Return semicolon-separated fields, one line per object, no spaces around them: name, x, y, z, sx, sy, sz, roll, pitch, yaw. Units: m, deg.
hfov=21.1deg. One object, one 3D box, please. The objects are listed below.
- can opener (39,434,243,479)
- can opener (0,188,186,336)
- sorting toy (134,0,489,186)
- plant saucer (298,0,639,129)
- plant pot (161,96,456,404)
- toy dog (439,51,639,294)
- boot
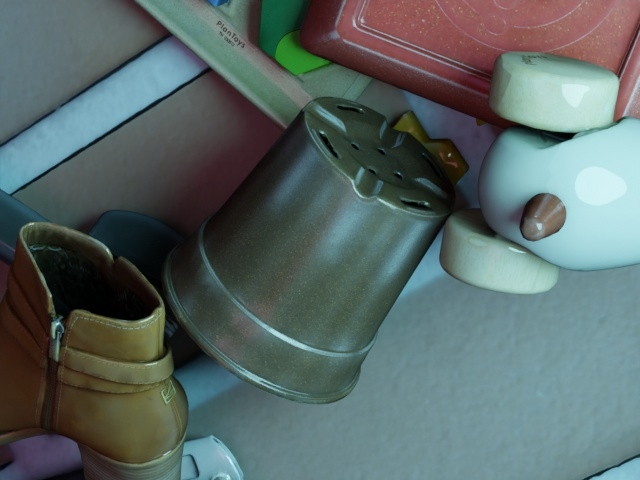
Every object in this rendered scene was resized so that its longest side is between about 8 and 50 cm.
can opener;-0.194;0.227;1.383;0.283;0.095;0.076;-16;98;16
can opener;-0.220;-0.010;1.354;0.280;0.074;0.093;28;78;9
sorting toy;0.015;-0.183;1.228;0.307;0.041;0.229;41;114;5
plant saucer;0.139;-0.198;1.154;0.259;0.048;0.258;22;109;5
plant pot;0.000;0.000;1.207;0.167;0.167;0.165;40;118;6
toy dog;0.236;-0.018;1.087;0.334;0.161;0.220;-9;110;8
boot;-0.223;0.074;1.288;0.283;0.109;0.220;29;142;24
